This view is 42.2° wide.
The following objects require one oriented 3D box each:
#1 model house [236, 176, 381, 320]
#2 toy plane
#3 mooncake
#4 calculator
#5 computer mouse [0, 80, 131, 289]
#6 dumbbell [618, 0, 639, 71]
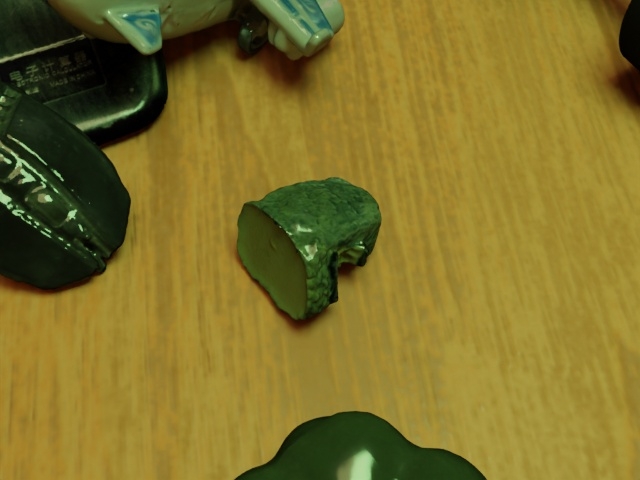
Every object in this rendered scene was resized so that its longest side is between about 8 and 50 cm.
[{"bbox_3d":[0.000,0.000,0.540,0.083,0.066,0.079,-22,48,-34],"label":"model house"},{"bbox_3d":[-0.100,-0.217,0.604,0.267,0.122,0.267,19,43,-18],"label":"toy plane"},{"bbox_3d":[0.019,0.172,0.403,0.175,0.104,0.168,10,64,9],"label":"mooncake"},{"bbox_3d":[-0.221,-0.163,0.648,0.177,0.040,0.268,-21,65,-11],"label":"calculator"},{"bbox_3d":[-0.212,-0.050,0.543,0.192,0.062,0.106,38,77,9],"label":"computer mouse"},{"bbox_3d":[0.243,-0.233,0.624,0.152,0.152,0.218,-29,63,-17],"label":"dumbbell"}]
